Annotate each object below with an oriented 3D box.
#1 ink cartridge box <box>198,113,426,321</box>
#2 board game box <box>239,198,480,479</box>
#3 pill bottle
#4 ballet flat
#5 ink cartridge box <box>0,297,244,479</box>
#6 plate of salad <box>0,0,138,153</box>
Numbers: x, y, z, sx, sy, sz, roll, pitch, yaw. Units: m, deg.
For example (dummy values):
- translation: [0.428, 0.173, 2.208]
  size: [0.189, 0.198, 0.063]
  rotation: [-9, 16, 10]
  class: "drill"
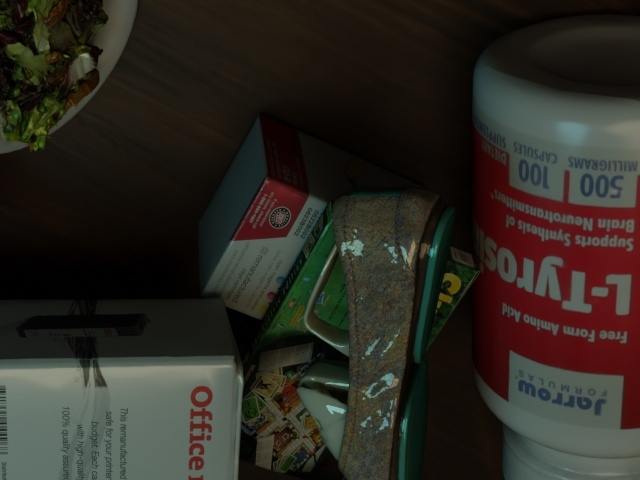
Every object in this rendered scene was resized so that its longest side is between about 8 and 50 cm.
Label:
- translation: [0.000, 0.000, 1.190]
  size: [0.176, 0.127, 0.128]
  rotation: [22, 115, -18]
  class: "ink cartridge box"
- translation: [0.011, 0.095, 1.156]
  size: [0.136, 0.030, 0.259]
  rotation: [22, 119, -15]
  class: "board game box"
- translation: [0.243, 0.033, 1.180]
  size: [0.229, 0.229, 0.407]
  rotation: [-5, 117, -4]
  class: "pill bottle"
- translation: [0.038, 0.092, 1.095]
  size: [0.106, 0.107, 0.316]
  rotation: [11, 118, 13]
  class: "ballet flat"
- translation: [-0.204, 0.155, 1.091]
  size: [0.273, 0.114, 0.197]
  rotation: [0, 115, -9]
  class: "ink cartridge box"
- translation: [-0.206, -0.145, 1.071]
  size: [0.048, 0.200, 0.200]
  rotation: [38, 112, 21]
  class: "plate of salad"
